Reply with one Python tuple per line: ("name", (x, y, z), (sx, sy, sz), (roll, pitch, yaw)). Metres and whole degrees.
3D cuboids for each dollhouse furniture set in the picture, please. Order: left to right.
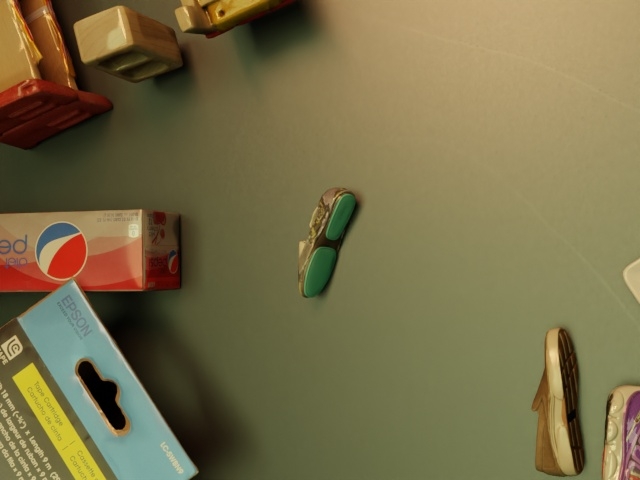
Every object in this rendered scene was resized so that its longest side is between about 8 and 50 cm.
("dollhouse furniture set", (-0.214, -0.253, 1.239), (0.374, 0.152, 0.201), (-21, 82, 16))

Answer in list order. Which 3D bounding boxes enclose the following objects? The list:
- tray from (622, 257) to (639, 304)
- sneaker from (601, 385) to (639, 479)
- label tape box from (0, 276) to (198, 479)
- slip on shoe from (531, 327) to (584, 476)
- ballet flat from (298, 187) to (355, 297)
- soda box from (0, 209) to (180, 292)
("tray", (0.415, 0.014, 1.072), (0.270, 0.030, 0.145), (-35, 78, 15))
("sneaker", (0.284, 0.216, 1.093), (0.071, 0.068, 0.170), (5, 89, 14))
("label tape box", (-0.304, 0.234, 1.227), (0.333, 0.106, 0.241), (-36, 75, 0))
("slip on shoe", (0.213, 0.149, 1.131), (0.041, 0.051, 0.135), (-6, 92, 31))
("ballet flat", (0.000, 0.000, 1.218), (0.041, 0.041, 0.114), (24, 96, 18))
("soda box", (-0.282, 0.013, 1.283), (0.263, 0.092, 0.084), (-2, 89, 19))
